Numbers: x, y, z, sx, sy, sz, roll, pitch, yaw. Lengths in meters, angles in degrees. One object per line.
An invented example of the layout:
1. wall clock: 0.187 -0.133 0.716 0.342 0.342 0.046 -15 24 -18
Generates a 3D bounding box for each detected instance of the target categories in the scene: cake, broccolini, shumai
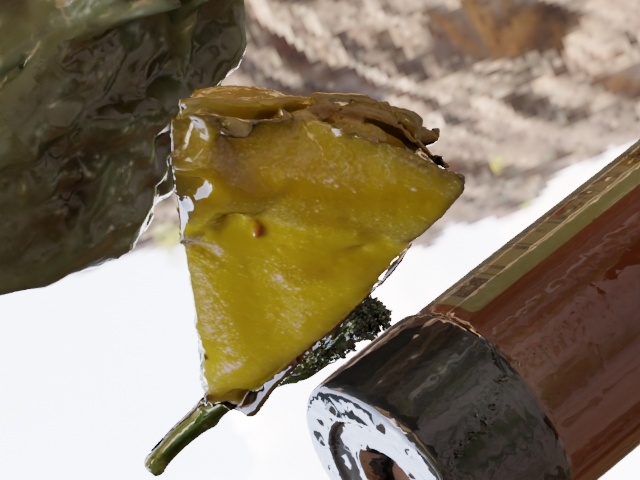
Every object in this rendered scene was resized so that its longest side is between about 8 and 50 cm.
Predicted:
1. cake: 0.000 -0.003 0.711 0.185 0.116 0.080 82 -171 -48
2. broccolini: -0.047 0.106 1.350 0.051 0.239 0.054 37 -150 -34
3. shumai: -0.173 -0.106 0.952 0.260 0.222 0.225 -33 -122 -31

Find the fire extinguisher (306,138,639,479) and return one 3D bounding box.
1. fire extinguisher: 0.161 0.019 0.890 0.113 0.376 0.200 51 158 8
